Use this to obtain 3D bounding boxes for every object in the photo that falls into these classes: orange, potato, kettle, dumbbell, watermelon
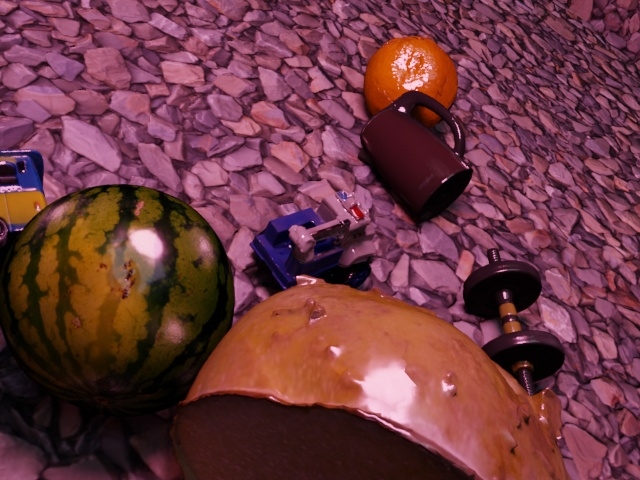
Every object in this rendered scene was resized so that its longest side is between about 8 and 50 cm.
[{"bbox_3d":[0.204,-0.354,1.462,0.219,0.193,0.219,0,91,-4],"label":"orange"},{"bbox_3d":[0.085,0.215,0.766,0.442,0.385,0.319,40,41,-8],"label":"potato"},{"bbox_3d":[0.198,-0.187,1.321,0.232,0.202,0.144,50,22,21],"label":"kettle"},{"bbox_3d":[0.334,0.144,1.125,0.143,0.143,0.326,12,47,-17],"label":"dumbbell"},{"bbox_3d":[-0.244,0.072,0.799,0.285,0.285,0.285,14,47,-15],"label":"watermelon"}]

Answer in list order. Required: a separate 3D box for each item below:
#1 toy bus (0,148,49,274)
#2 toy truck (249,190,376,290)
[{"bbox_3d":[-0.513,-0.019,0.855,0.287,0.138,0.175,-7,56,-31],"label":"toy bus"},{"bbox_3d":[0.000,0.000,1.064,0.213,0.177,0.161,-21,62,-37],"label":"toy truck"}]
